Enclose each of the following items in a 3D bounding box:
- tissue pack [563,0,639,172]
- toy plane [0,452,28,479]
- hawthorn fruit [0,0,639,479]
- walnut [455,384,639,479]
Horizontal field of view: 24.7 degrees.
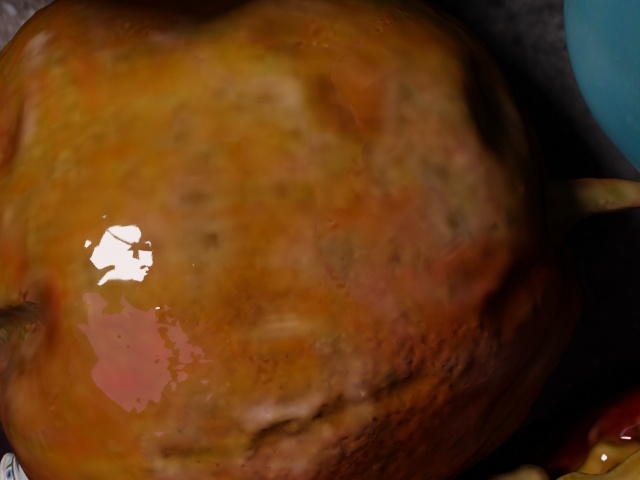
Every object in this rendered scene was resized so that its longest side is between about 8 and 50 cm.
[{"bbox_3d":[0.192,-0.133,0.436,0.206,0.198,0.287,31,134,17],"label":"tissue pack"},{"bbox_3d":[-0.166,0.226,0.998,0.107,0.182,0.273,-9,115,7],"label":"toy plane"},{"bbox_3d":[0.000,0.000,0.643,0.298,0.277,0.277,-10,112,13],"label":"hawthorn fruit"},{"bbox_3d":[0.142,0.159,0.645,0.244,0.221,0.269,35,124,-25],"label":"walnut"}]
